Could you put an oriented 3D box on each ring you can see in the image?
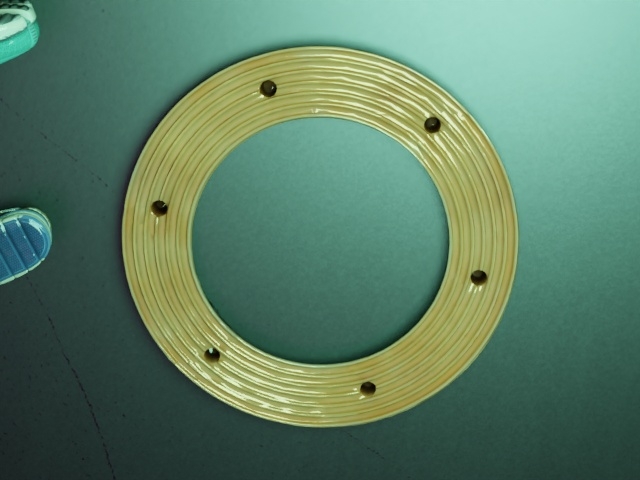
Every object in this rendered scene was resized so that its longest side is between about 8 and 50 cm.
[{"bbox_3d":[0.000,0.000,1.299,0.336,0.032,0.336,0,106,2],"label":"ring"}]

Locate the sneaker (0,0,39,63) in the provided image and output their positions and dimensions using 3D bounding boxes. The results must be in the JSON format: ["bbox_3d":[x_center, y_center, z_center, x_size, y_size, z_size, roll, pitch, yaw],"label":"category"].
[{"bbox_3d":[-0.335,-0.114,1.247,0.275,0.107,0.110,-26,111,20],"label":"sneaker"}]

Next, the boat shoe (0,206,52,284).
[{"bbox_3d":[-0.310,0.024,1.295,0.183,0.066,0.066,-20,107,1],"label":"boat shoe"}]
